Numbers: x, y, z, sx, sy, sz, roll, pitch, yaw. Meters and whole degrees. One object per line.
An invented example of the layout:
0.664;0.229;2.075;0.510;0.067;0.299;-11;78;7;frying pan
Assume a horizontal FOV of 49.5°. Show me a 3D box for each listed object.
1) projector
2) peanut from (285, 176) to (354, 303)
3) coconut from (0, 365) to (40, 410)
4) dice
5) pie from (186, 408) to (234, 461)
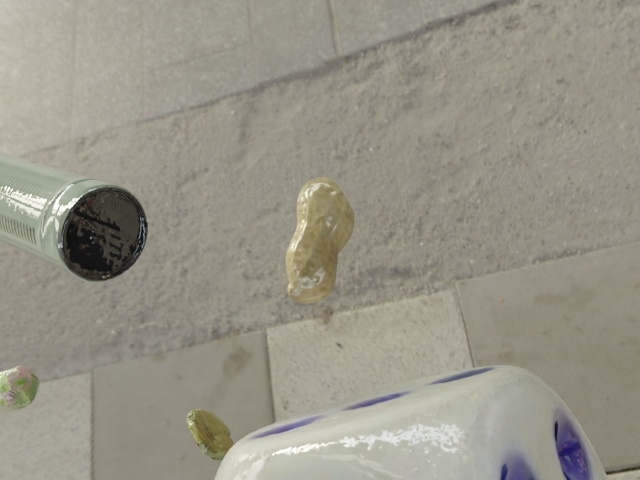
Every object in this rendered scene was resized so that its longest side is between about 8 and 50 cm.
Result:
-0.344;-0.041;0.816;0.337;0.108;0.108;16;71;39;projector
0.000;0.000;1.352;0.123;0.123;0.257;3;70;17;peanut
-0.547;0.266;1.250;0.081;0.082;0.083;33;108;21;coconut
0.097;0.286;0.605;0.276;0.304;0.304;-20;80;32;dice
-0.150;0.261;0.937;0.020;0.084;0.084;-46;62;9;pie
